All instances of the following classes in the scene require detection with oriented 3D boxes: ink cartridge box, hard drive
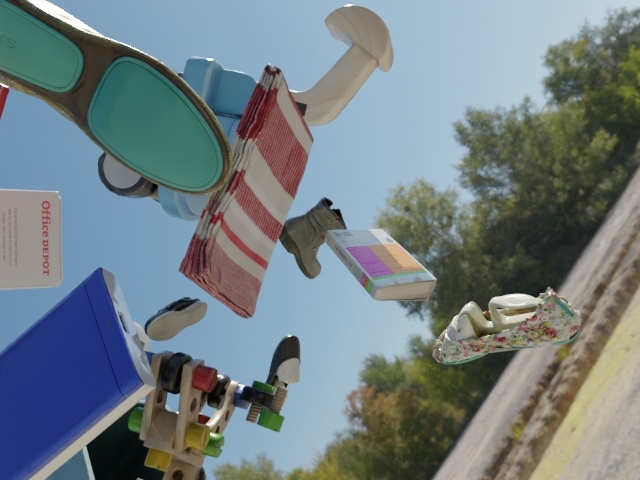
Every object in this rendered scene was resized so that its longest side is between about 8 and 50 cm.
[{"bbox_3d":[-0.753,0.001,1.414,0.306,0.131,0.226,2,-96,-38],"label":"ink cartridge box"},{"bbox_3d":[-0.384,0.213,0.875,0.318,0.210,0.040,-39,-36,7],"label":"hard drive"}]

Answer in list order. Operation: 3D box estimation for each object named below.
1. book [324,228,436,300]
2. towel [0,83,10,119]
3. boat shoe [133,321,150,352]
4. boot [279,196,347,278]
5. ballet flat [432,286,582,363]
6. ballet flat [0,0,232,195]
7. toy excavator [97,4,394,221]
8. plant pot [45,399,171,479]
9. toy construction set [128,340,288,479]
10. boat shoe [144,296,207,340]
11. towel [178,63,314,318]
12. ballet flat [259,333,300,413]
[{"bbox_3d":[0.079,0.029,0.880,0.096,0.144,0.035,-1,-58,-30],"label":"book"},{"bbox_3d":[-0.725,-0.231,1.126,0.031,0.274,0.199,-3,73,62],"label":"towel"},{"bbox_3d":[-0.539,0.303,1.487,0.156,0.136,0.367,-24,8,14],"label":"boat shoe"},{"bbox_3d":[0.000,0.000,1.593,0.161,0.083,0.246,-26,-36,5],"label":"boot"},{"bbox_3d":[0.247,0.116,0.897,0.241,0.077,0.091,-23,18,42],"label":"ballet flat"},{"bbox_3d":[-0.245,-0.175,0.711,0.123,0.348,0.123,-57,9,14],"label":"ballet flat"},{"bbox_3d":[-0.121,-0.228,1.166,0.222,0.445,0.433,14,-90,-78],"label":"toy excavator"},{"bbox_3d":[-0.432,0.491,1.265,0.247,0.247,0.252,24,-72,-44],"label":"plant pot"},{"bbox_3d":[-0.245,0.287,0.947,0.257,0.308,0.237,140,151,-71],"label":"toy construction set"},{"bbox_3d":[-0.223,0.114,0.954,0.125,0.038,0.046,-28,-49,-55],"label":"boat shoe"},{"bbox_3d":[-0.090,-0.062,0.950,0.237,0.037,0.329,57,-130,-66],"label":"towel"},{"bbox_3d":[-0.112,0.415,1.882,0.095,0.096,0.281,5,-63,-41],"label":"ballet flat"}]
